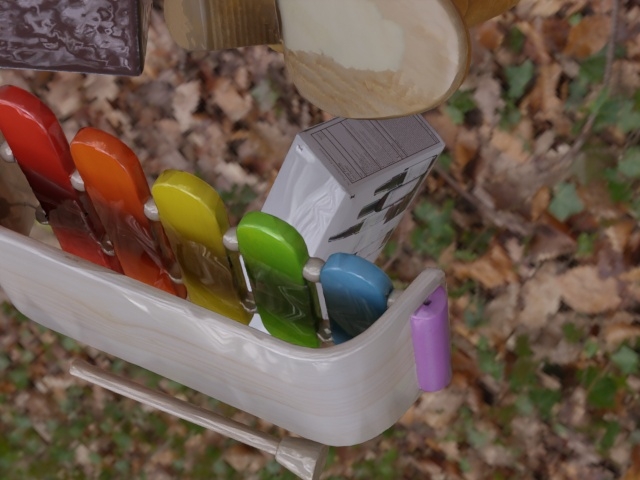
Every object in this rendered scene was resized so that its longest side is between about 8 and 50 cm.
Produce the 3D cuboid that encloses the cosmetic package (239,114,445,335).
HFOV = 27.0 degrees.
[{"bbox_3d":[0.000,0.000,0.983,0.060,0.099,0.239,52,145,19],"label":"cosmetic package"}]

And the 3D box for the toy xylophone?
[{"bbox_3d":[-0.080,0.036,0.792,0.322,0.081,0.236,24,155,11],"label":"toy xylophone"}]

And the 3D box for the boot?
[{"bbox_3d":[0.057,-0.150,0.835,0.295,0.211,0.104,20,119,53],"label":"boot"}]

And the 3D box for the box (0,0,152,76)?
[{"bbox_3d":[-0.221,-0.262,1.075,0.167,0.168,0.203,3,147,-3],"label":"box"}]
